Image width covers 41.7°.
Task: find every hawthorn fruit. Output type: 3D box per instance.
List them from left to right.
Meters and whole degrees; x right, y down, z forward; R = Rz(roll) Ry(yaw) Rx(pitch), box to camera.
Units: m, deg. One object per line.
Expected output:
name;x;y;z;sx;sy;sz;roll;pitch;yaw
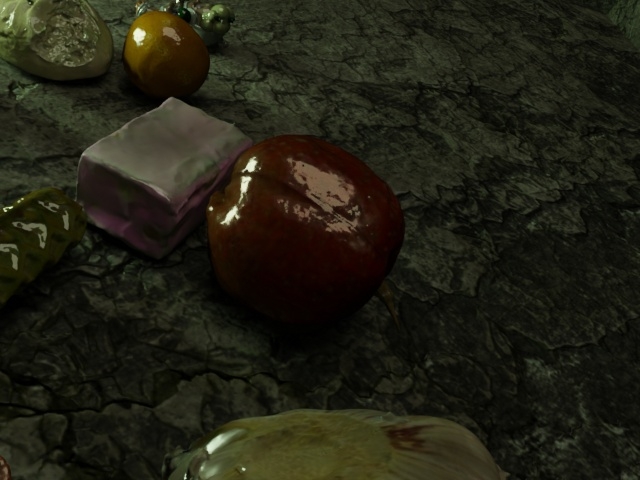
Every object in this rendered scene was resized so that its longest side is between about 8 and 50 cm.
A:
hawthorn fruit;-0.019;-0.014;1.086;0.261;0.258;0.258;2;28;19

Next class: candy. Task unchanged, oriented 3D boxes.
candy;-0.217;-0.093;1.187;0.155;0.116;0.265;25;31;8

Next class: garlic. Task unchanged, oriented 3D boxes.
garlic;0.014;0.262;0.717;0.321;0.241;0.322;3;43;-3

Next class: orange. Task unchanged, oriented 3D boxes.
orange;-0.268;-0.312;1.439;0.159;0.159;0.136;38;77;21

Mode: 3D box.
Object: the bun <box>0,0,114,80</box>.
bun;-0.455;-0.365;1.416;0.237;0.116;0.210;34;35;17

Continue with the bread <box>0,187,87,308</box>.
bread;-0.366;0.019;0.963;0.087;0.098;0.269;63;30;-18

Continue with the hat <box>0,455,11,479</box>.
hat;-0.318;0.177;0.705;0.112;0.162;0.094;9;39;-14

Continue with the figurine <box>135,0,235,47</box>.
figurine;-0.265;-0.450;1.670;0.197;0.094;0.147;23;22;0
